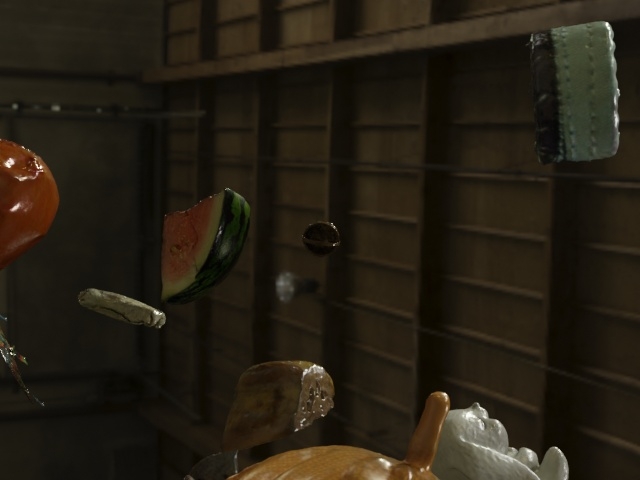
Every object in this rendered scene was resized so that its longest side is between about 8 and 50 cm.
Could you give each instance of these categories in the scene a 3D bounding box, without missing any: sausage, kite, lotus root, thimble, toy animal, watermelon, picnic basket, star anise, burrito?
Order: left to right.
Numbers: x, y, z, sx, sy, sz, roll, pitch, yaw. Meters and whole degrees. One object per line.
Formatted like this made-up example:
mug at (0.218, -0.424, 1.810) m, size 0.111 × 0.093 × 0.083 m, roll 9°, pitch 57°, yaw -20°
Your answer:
sausage at (-0.478, -0.024, 1.420) m, size 0.153 × 0.268 × 0.141 m, roll 53°, pitch -4°, yaw 37°
kite at (-0.444, 0.151, 1.518) m, size 0.183 × 0.010 × 0.160 m, roll 59°, pitch -7°, yaw 24°
burrito at (-0.389, 0.130, 2.056) m, size 0.188 × 0.058 × 0.045 m, roll 19°, pitch -83°, yaw 18°
star anise at (-0.214, 0.477, 1.830) m, size 0.108 × 0.315 × 0.315 m, roll 44°, pitch -47°, yaw 25°
watermelon at (-0.155, 0.001, 1.578) m, size 0.145 × 0.193 × 0.137 m, roll -21°, pitch -70°, yaw 36°
lotus root at (-0.052, 0.204, 1.384) m, size 0.135 × 0.159 × 0.095 m, roll -22°, pitch -83°, yaw 51°
picnic basket at (0.000, 0.000, 1.931) m, size 0.083 × 0.072 × 0.072 m, roll -63°, pitch 158°, yaw -81°
toy animal at (0.315, 0.443, 2.092) m, size 0.272 × 0.265 × 0.206 m, roll -6°, pitch -131°, yaw 58°
thimble at (0.424, -0.241, 1.780) m, size 0.237 × 0.150 × 0.237 m, roll -4°, pitch 90°, yaw -75°

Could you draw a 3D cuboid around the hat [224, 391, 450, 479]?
hat at (0.010, 0.192, 0.695) m, size 0.233 × 0.244 × 0.233 m, roll 36°, pitch -88°, yaw 33°
